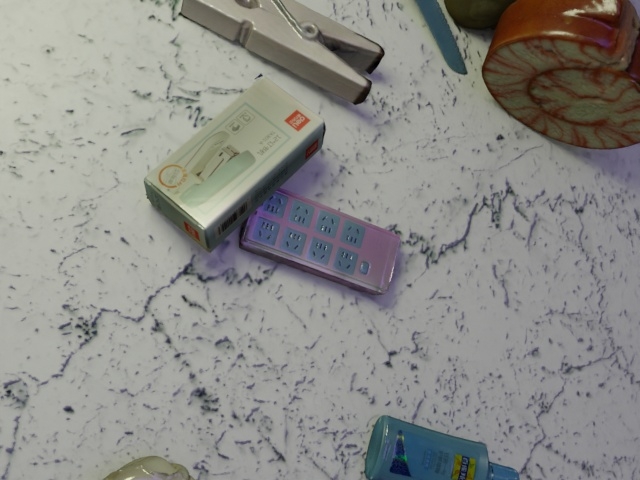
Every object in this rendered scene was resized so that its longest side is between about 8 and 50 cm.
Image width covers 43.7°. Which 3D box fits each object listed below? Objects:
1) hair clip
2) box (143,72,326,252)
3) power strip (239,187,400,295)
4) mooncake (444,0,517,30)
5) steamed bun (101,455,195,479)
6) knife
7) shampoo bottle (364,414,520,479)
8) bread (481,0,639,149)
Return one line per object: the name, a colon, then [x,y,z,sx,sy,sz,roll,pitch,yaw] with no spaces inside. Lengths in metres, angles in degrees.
hair clip: [-0.059,-0.334,1.292,0.330,0.085,0.101,24,71,-9]
box: [-0.126,-0.122,1.210,0.135,0.079,0.269,39,68,16]
power strip: [0.000,0.000,1.278,0.278,0.037,0.109,20,74,-16]
mooncake: [0.351,-0.551,1.432,0.378,0.201,0.379,3,79,-16]
steamed bun: [-0.247,0.383,1.083,0.182,0.106,0.183,3,83,-22]
knife: [0.181,-0.425,1.400,0.044,0.019,0.313,-37,110,-17]
shampoo bottle: [0.200,0.360,1.278,0.258,0.061,0.104,19,76,-17]
bread: [0.432,-0.282,1.351,0.327,0.295,0.114,34,70,-31]
